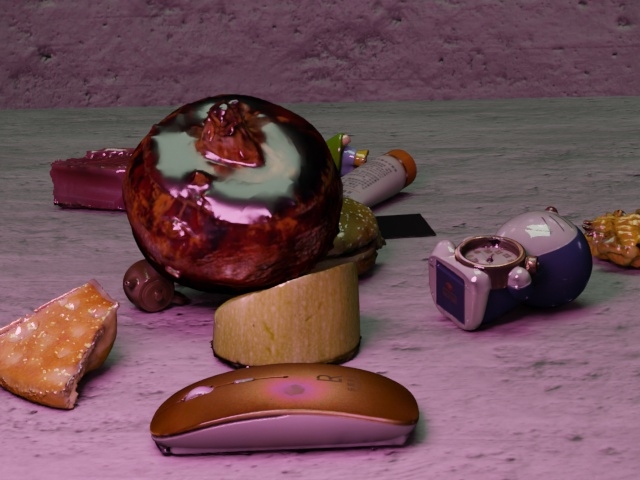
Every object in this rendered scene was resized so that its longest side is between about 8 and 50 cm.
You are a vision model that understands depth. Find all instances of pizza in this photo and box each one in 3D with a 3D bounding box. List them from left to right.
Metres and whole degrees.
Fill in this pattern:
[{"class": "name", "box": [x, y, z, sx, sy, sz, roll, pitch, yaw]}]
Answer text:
[{"class": "pizza", "box": [-0.331, 0.155, 1.559, 0.188, 0.081, 0.204, -34, 37, -20]}]

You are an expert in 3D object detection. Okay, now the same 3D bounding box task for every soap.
[{"class": "soap", "box": [-0.411, -0.127, 2.541, 0.289, 0.112, 0.182, 6, 20, 24]}]

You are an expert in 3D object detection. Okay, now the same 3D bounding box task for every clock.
[{"class": "clock", "box": [0.284, 0.038, 1.752, 0.243, 0.147, 0.199, -15, 24, -26]}]

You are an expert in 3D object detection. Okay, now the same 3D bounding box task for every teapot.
[{"class": "teapot", "box": [-0.254, 0.077, 1.833, 0.121, 0.076, 0.068, 23, 9, -35]}]

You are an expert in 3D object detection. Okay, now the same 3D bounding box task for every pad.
[{"class": "pad", "box": [0.086, -0.024, 2.274, 0.245, 0.006, 0.170, -4, 16, -6]}]

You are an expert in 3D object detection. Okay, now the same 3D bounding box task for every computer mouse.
[{"class": "computer mouse", "box": [-0.042, 0.191, 1.371, 0.310, 0.072, 0.158, -3, 13, 1]}]

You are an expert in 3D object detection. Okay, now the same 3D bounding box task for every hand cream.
[{"class": "hand cream", "box": [0.088, -0.108, 2.439, 0.139, 0.089, 0.314, 8, 22, 38]}]

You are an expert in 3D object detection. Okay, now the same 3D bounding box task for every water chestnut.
[{"class": "water chestnut", "box": [-0.128, -0.085, 1.775, 0.350, 0.302, 0.351, 4, 45, -4]}]

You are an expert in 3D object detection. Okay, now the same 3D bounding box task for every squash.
[{"class": "squash", "box": [-0.054, 0.096, 1.638, 0.220, 0.133, 0.220, -7, 12, 2]}]

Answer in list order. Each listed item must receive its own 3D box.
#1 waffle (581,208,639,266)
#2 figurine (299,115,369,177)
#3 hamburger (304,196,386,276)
[{"class": "waffle", "box": [0.603, -0.006, 2.020, 0.329, 0.062, 0.329, -3, 13, 1]}, {"class": "figurine", "box": [-0.025, -0.189, 2.628, 0.263, 0.162, 0.143, 11, 40, 4]}, {"class": "hamburger", "box": [0.000, 0.000, 1.976, 0.189, 0.122, 0.215, 6, 19, 27]}]
